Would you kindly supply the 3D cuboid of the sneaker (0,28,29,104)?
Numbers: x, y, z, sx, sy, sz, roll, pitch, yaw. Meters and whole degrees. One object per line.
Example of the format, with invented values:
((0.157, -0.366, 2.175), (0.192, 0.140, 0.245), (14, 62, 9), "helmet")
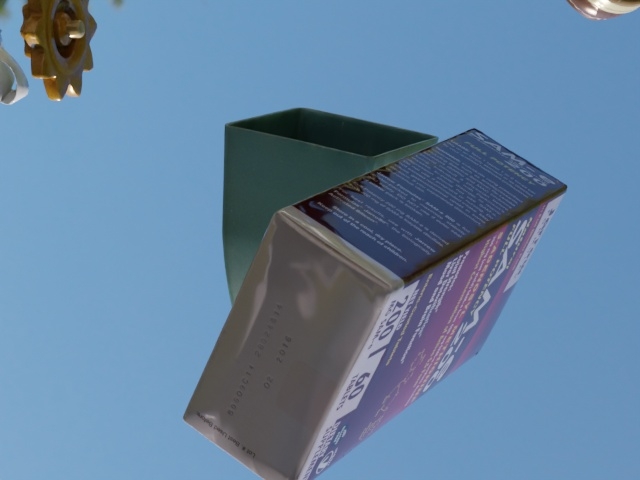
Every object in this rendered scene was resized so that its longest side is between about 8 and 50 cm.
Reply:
((-0.428, -0.154, 1.410), (0.366, 0.210, 0.137), (-17, -145, 38), "sneaker")

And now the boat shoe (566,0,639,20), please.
((0.174, -0.309, 1.351), (0.123, 0.123, 0.342), (-51, -126, 44), "boat shoe")

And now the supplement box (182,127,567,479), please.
((0.037, 0.029, 0.833), (0.073, 0.239, 0.130), (33, -63, 17), "supplement box")

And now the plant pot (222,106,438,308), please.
((0.000, 0.000, 1.603), (0.165, 0.165, 0.234), (15, -73, 25), "plant pot")

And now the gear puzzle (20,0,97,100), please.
((-0.154, -0.247, 0.987), (0.044, 0.175, 0.339), (0, -103, 16), "gear puzzle")
